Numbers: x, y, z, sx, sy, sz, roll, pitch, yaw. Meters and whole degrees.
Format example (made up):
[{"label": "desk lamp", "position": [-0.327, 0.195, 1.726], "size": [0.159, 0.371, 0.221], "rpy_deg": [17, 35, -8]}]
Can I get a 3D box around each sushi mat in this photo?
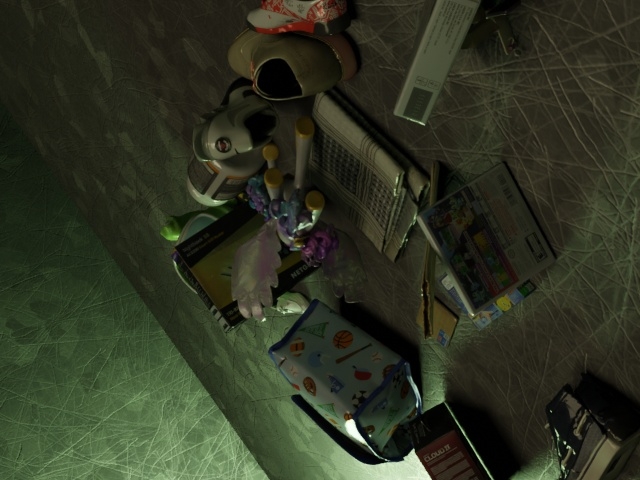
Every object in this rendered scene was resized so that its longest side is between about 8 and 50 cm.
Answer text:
[{"label": "sushi mat", "position": [0.202, 0.011, 1.642], "size": [0.019, 0.316, 0.151], "rpy_deg": [1, 135, 11]}]

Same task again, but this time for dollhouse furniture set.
[{"label": "dollhouse furniture set", "position": [0.248, -0.296, 1.365], "size": [0.091, 0.114, 0.081], "rpy_deg": [8, 131, 54]}]

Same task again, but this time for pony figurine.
[{"label": "pony figurine", "position": [-0.055, -0.035, 1.967], "size": [0.363, 0.303, 0.351], "rpy_deg": [96, 168, -61]}]

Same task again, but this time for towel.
[{"label": "towel", "position": [0.080, -0.129, 1.899], "size": [0.324, 0.056, 0.312], "rpy_deg": [45, 152, 19]}]

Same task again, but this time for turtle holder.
[{"label": "turtle holder", "position": [-0.301, 0.011, 2.506], "size": [0.320, 0.227, 0.243], "rpy_deg": [50, 154, 10]}]

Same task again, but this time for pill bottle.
[{"label": "pill bottle", "position": [-0.241, -0.191, 2.247], "size": [0.162, 0.162, 0.278], "rpy_deg": [55, 153, 2]}]

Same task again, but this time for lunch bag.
[{"label": "lunch bag", "position": [0.079, 0.389, 2.312], "size": [0.328, 0.239, 0.385], "rpy_deg": [36, 163, 34]}]

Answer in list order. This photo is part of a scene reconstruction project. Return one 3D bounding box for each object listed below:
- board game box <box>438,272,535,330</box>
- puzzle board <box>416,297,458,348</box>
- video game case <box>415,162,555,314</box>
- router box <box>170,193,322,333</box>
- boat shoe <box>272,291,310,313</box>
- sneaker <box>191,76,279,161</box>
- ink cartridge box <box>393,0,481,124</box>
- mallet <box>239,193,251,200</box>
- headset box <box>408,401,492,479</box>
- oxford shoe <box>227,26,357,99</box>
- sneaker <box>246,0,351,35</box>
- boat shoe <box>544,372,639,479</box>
[{"label": "board game box", "position": [0.320, 0.086, 1.765], "size": [0.136, 0.035, 0.201], "rpy_deg": [52, 153, 8]}, {"label": "puzzle board", "position": [0.258, 0.176, 2.001], "size": [0.096, 0.011, 0.128], "rpy_deg": [42, 151, 23]}, {"label": "video game case", "position": [0.287, -0.003, 1.556], "size": [0.201, 0.183, 0.023], "rpy_deg": [60, 168, -9]}, {"label": "router box", "position": [-0.176, 0.044, 2.242], "size": [0.243, 0.309, 0.081], "rpy_deg": [53, 157, 5]}, {"label": "boat shoe", "position": [-0.096, 0.178, 2.537], "size": [0.184, 0.063, 0.066], "rpy_deg": [21, 138, 49]}, {"label": "sneaker", "position": [-0.143, -0.258, 1.921], "size": [0.146, 0.330, 0.122], "rpy_deg": [-1, 122, 18]}, {"label": "ink cartridge box", "position": [0.189, -0.347, 1.338], "size": [0.060, 0.239, 0.275], "rpy_deg": [18, 148, 0]}, {"label": "mallet", "position": [-0.213, -0.127, 2.422], "size": [0.189, 0.039, 0.062], "rpy_deg": [23, 142, 42]}, {"label": "headset box", "position": [0.313, 0.526, 2.099], "size": [0.293, 0.110, 0.218], "rpy_deg": [58, -175, -6]}, {"label": "oxford shoe", "position": [-0.100, -0.363, 1.830], "size": [0.397, 0.146, 0.140], "rpy_deg": [15, 135, 54]}, {"label": "sneaker", "position": [-0.057, -0.471, 1.706], "size": [0.270, 0.090, 0.145], "rpy_deg": [18, 134, 47]}, {"label": "boat shoe", "position": [0.500, 0.395, 1.744], "size": [0.158, 0.127, 0.340], "rpy_deg": [47, 145, 31]}]
